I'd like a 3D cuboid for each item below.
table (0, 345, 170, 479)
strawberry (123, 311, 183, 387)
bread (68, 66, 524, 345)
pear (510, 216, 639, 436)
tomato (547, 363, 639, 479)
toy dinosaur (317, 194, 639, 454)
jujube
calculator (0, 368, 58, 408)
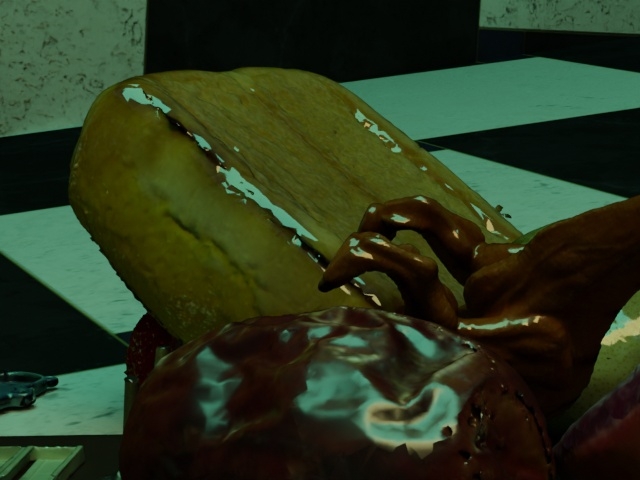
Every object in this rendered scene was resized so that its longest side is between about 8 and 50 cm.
[{"bbox_3d":[-0.193,0.133,1.258,0.240,0.111,0.121,-2,13,12],"label":"table"},{"bbox_3d":[-0.103,0.091,1.490,0.106,0.106,0.106,-4,12,1],"label":"strawberry"},{"bbox_3d":[-0.004,0.006,1.482,0.337,0.148,0.328,40,23,17],"label":"bread"},{"bbox_3d":[0.182,0.063,1.316,0.167,0.167,0.136,-4,-26,1],"label":"pear"},{"bbox_3d":[0.295,0.098,1.093,0.290,0.176,0.335,-37,-9,26],"label":"tomato"},{"bbox_3d":[0.109,0.031,1.132,0.208,0.097,0.432,26,-31,-5],"label":"toy dinosaur"},{"bbox_3d":[0.009,0.129,1.078,0.243,0.183,0.183,-5,9,37],"label":"jujube"},{"bbox_3d":[-0.275,0.125,1.547,0.094,0.019,0.141,5,14,38],"label":"calculator"}]
